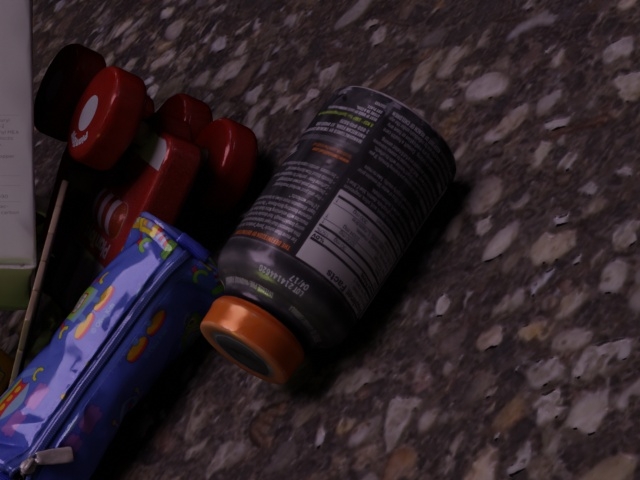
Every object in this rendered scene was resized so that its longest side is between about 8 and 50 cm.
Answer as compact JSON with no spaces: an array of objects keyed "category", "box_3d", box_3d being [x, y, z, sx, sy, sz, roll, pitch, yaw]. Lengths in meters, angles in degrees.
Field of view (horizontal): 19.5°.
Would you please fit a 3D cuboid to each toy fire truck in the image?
[{"category":"toy fire truck","box_3d":[-0.214,-0.044,1.888,0.254,0.169,0.302,-64,28,4]}]

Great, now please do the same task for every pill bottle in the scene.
[{"category":"pill bottle","box_3d":[0.000,0.000,1.563,0.130,0.130,0.246,6,56,55]}]

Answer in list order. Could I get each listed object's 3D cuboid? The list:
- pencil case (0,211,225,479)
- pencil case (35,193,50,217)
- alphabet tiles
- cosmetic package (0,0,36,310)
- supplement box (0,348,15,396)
[{"category":"pencil case","box_3d":[-0.200,0.119,1.675,0.306,0.119,0.133,-54,7,-15]},{"category":"pencil case","box_3d":[-0.506,0.038,2.118,0.410,0.183,0.160,-43,10,10]},{"category":"alphabet tiles","box_3d":[-0.283,0.091,1.794,0.198,0.009,0.237,-85,11,-49]},{"category":"cosmetic package","box_3d":[-0.364,-0.135,1.863,0.217,0.156,0.385,129,141,-73]},{"category":"supplement box","box_3d":[-0.422,0.144,1.978,0.233,0.080,0.078,-7,47,50]}]
